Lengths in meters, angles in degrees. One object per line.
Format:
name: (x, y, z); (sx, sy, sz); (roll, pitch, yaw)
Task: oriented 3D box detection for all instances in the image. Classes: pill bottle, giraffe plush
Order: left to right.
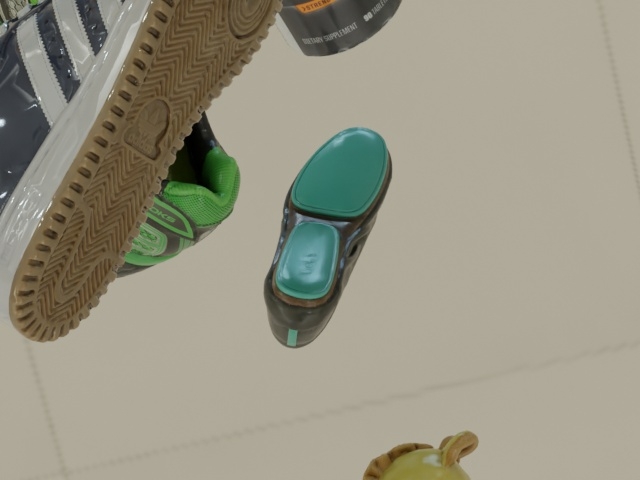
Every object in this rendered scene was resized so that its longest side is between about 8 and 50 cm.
pill bottle: (-0.028, -0.295, 1.496); (0.130, 0.130, 0.246); (-29, 131, 7)
giraffe plush: (0.069, 0.248, 1.354); (0.170, 0.181, 0.210); (-37, 107, -37)

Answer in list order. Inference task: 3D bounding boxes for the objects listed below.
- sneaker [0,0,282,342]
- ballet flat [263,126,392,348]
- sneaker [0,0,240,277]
sneaker: (-0.132, -0.100, 0.853); (0.153, 0.099, 0.282); (25, 79, 28)
ballet flat: (0.000, 0.000, 1.634); (0.095, 0.280, 0.096); (16, 133, 10)
sneaker: (-0.151, -0.151, 1.091); (0.146, 0.134, 0.343); (-18, 103, 41)
